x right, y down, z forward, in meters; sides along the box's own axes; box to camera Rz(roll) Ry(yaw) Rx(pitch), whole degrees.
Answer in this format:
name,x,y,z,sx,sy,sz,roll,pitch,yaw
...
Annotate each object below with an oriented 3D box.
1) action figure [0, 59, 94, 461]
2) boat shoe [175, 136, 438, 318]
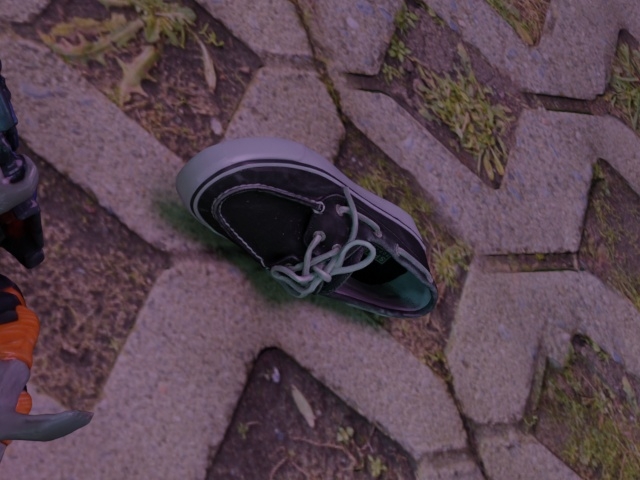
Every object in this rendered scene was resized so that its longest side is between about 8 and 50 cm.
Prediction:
name,x,y,z,sx,sy,sz,roll,pitch,yaw
action figure,-0.261,0.008,1.124,0.178,0.341,0.330,-21,68,-14
boat shoe,-0.003,0.003,1.539,0.306,0.113,0.105,30,27,-48
